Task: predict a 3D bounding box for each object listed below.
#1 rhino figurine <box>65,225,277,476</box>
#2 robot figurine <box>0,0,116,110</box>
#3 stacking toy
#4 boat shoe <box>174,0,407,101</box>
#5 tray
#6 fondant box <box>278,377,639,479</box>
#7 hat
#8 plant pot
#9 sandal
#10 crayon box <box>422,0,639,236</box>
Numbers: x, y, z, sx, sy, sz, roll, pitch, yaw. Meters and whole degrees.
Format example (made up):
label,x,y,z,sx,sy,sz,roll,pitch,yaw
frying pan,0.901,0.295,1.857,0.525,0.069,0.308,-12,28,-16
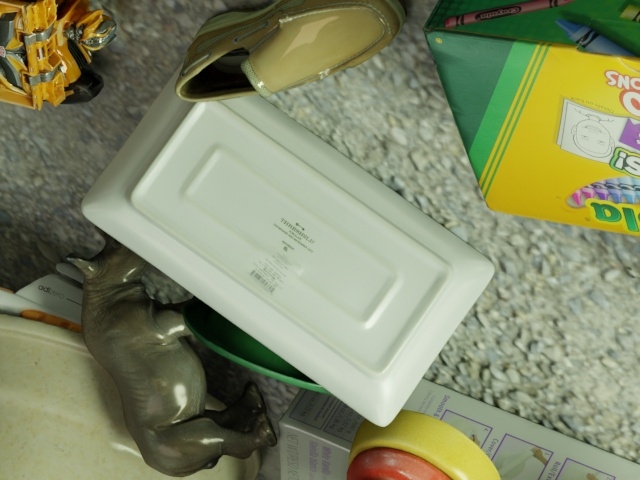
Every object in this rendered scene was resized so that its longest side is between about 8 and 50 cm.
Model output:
label,x,y,z,sx,sy,sz,roll,pitch,yaw
rhino figurine,-0.131,0.074,1.568,0.243,0.106,0.073,64,-178,6
robot figurine,-0.284,-0.188,1.442,0.291,0.085,0.211,22,143,17
stacking toy,0.138,0.292,1.459,0.309,0.130,0.279,19,140,20
boat shoe,-0.024,-0.123,1.320,0.190,0.072,0.068,-16,121,47
tray,-0.022,-0.002,1.399,0.270,0.145,0.030,35,173,-1
fondant box,0.131,0.242,1.597,0.330,0.096,0.238,20,141,18
hat,0.000,0.000,1.467,0.173,0.208,0.183,30,105,43
plant pot,-0.254,0.273,1.686,0.334,0.305,0.334,16,155,8
sandal,-0.236,0.049,1.672,0.265,0.076,0.102,22,155,-5
crayon box,0.216,-0.077,1.161,0.278,0.081,0.165,10,145,29
